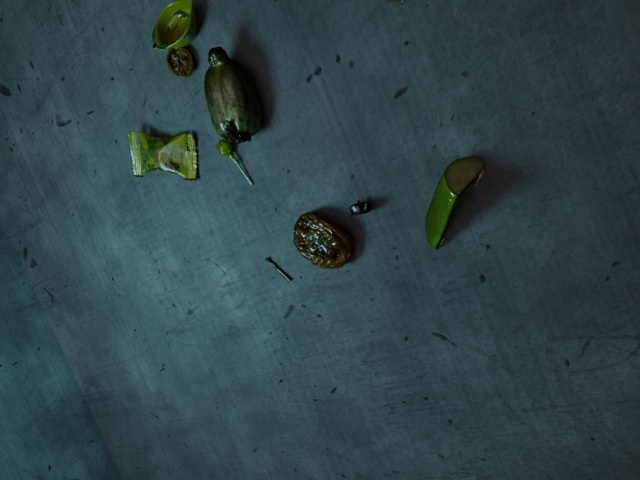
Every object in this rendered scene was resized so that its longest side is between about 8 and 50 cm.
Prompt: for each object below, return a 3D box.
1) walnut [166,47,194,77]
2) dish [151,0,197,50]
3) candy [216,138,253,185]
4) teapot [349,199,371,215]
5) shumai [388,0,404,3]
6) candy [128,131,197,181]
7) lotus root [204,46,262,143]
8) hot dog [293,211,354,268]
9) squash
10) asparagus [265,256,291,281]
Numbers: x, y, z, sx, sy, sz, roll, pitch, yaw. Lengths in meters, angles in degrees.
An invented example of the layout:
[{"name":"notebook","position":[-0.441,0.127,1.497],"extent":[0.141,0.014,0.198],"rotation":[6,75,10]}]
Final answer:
[{"name":"walnut","position":[-0.493,-0.628,1.556],"extent":[0.091,0.052,0.121],"rotation":[-25,86,5]},{"name":"dish","position":[-0.485,-0.723,1.499],"extent":[0.207,0.080,0.149],"rotation":[-40,70,18]},{"name":"candy","position":[-0.303,-0.277,1.566],"extent":[0.058,0.062,0.194],"rotation":[-32,98,33]},{"name":"teapot","position":[0.122,-0.105,1.380],"extent":[0.100,0.067,0.045],"rotation":[1,104,63]},{"name":"shumai","position":[0.189,-0.712,1.138],"extent":[0.145,0.116,0.146],"rotation":[9,109,27]},{"name":"candy","position":[-0.610,-0.327,1.693],"extent":[0.297,0.081,0.187],"rotation":[7,108,14]},{"name":"lotus root","position":[-0.293,-0.476,1.441],"extent":[0.173,0.173,0.309],"rotation":[-6,102,29]},{"name":"hot dog","position":[0.002,-0.003,1.454],"extent":[0.227,0.099,0.161],"rotation":[29,115,21]},{"name":"squash","position":[0.371,-0.109,1.273],"extent":[0.093,0.169,0.252],"rotation":[33,150,19]},{"name":"asparagus","position":[-0.157,0.106,1.613],"extent":[0.127,0.018,0.015],"rotation":[42,84,11]}]
